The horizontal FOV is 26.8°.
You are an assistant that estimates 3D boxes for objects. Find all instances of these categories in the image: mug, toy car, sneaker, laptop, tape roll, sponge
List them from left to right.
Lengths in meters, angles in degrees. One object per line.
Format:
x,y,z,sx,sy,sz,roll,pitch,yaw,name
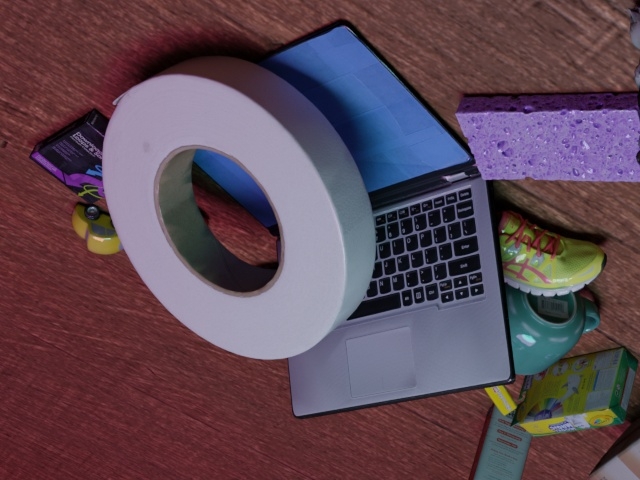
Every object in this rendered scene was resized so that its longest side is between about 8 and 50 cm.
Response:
-0.242,0.033,2.002,0.239,0.053,0.225,1,141,29,toy car
-0.109,-0.037,1.664,0.392,0.072,0.392,21,127,30,tape roll
0.000,0.000,1.661,0.236,0.407,0.382,5,165,-43,laptop
0.247,0.007,1.658,0.209,0.081,0.094,6,137,21,sneaker
0.282,0.089,1.726,0.129,0.158,0.097,49,146,10,mug
0.268,-0.115,1.513,0.210,0.031,0.117,3,142,28,sponge

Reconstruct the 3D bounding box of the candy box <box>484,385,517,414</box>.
0.190,0.138,1.800,0.027,0.206,0.105,-37,128,3,candy box

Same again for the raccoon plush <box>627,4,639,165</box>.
0.486,-0.189,1.215,0.447,0.299,0.216,-26,113,11,raccoon plush

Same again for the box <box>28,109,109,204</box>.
-0.316,-0.113,1.860,0.116,0.029,0.162,39,142,-24,box

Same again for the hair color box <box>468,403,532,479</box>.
0.274,0.323,2.033,0.072,0.141,0.043,22,147,1,hair color box

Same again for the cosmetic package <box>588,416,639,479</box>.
0.510,0.284,1.817,0.153,0.129,0.296,43,147,10,cosmetic package

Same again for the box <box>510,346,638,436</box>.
0.349,0.215,1.869,0.179,0.105,0.043,-16,130,45,box
